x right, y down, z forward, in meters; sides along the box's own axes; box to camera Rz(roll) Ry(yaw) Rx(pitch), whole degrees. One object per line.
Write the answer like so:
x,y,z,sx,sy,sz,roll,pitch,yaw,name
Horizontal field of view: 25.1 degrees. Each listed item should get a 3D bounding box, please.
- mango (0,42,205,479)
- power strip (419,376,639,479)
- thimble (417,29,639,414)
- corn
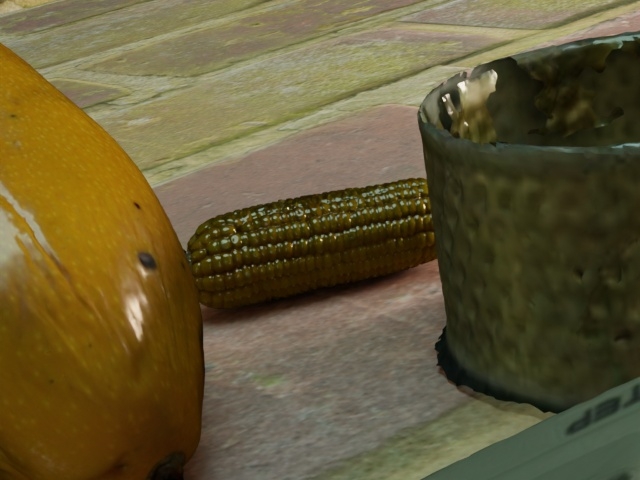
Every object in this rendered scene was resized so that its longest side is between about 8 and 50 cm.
-0.175,-0.004,0.799,0.187,0.144,0.359,3,44,-43,mango
0.107,0.106,0.427,0.257,0.092,0.251,-29,18,16,power strip
0.187,-0.021,0.814,0.270,0.150,0.271,-9,18,3,thimble
0.000,0.000,0.984,0.207,0.068,0.068,-13,18,-8,corn
